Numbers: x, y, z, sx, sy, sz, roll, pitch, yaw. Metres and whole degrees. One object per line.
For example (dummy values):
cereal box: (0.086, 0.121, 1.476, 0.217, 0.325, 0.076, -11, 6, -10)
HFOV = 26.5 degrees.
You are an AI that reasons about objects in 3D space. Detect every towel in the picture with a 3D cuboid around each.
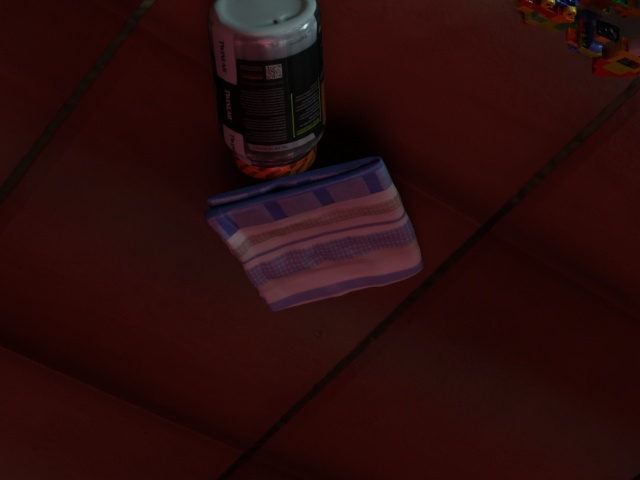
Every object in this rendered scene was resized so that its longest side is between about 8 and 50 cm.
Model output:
towel: (0.000, 0.000, 1.554, 0.209, 0.034, 0.285, -14, 153, 7)

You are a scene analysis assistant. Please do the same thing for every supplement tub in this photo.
supplement tub: (-0.054, -0.164, 1.421, 0.117, 0.117, 0.190, -3, 130, -1)

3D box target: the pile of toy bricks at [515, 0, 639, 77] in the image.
pile of toy bricks: (0.256, -0.240, 1.403, 0.212, 0.118, 0.105, 16, 158, -37)
